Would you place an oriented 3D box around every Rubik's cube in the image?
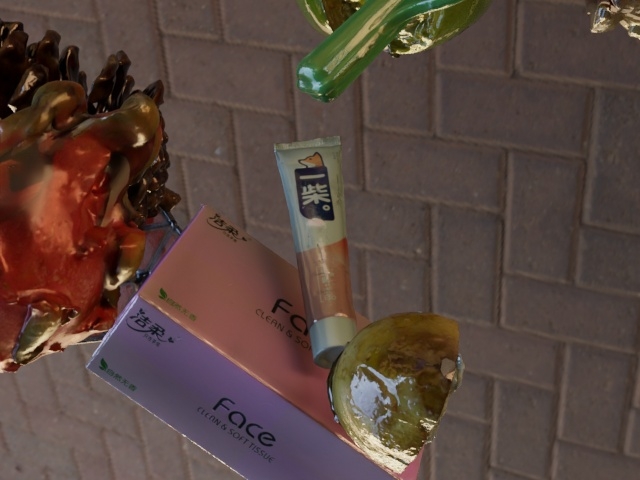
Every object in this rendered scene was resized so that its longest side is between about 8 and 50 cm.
[{"bbox_3d":[-0.174,0.048,1.203,0.211,0.190,0.178,-3,161,12],"label":"Rubik's cube"}]

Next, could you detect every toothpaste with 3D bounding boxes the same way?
[{"bbox_3d":[0.000,0.000,0.758,0.056,0.205,0.036,-4,145,-4],"label":"toothpaste"}]

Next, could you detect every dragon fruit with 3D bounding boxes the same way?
[{"bbox_3d":[-0.164,-0.008,0.565,0.208,0.150,0.133,-44,68,12],"label":"dragon fruit"}]

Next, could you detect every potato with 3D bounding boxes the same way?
[{"bbox_3d":[0.044,0.079,0.604,0.066,0.096,0.103,17,149,-1],"label":"potato"}]

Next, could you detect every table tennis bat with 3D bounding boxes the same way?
[{"bbox_3d":[0.077,-0.200,0.769,0.160,0.257,0.039,25,156,53],"label":"table tennis bat"}]

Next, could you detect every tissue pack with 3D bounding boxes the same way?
[{"bbox_3d":[-0.035,0.103,0.770,0.246,0.148,0.092,36,122,-7],"label":"tissue pack"}]

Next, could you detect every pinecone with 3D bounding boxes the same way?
[{"bbox_3d":[-0.278,-0.100,1.004,0.309,0.244,0.244,28,136,-18],"label":"pinecone"}]

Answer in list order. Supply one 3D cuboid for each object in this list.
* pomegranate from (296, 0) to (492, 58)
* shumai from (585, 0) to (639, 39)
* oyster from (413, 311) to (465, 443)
[{"bbox_3d":[0.068,-0.330,0.992,0.236,0.236,0.302,5,133,22],"label":"pomegranate"},{"bbox_3d":[0.419,-0.346,1.110,0.283,0.217,0.346,-11,137,-4],"label":"shumai"},{"bbox_3d":[0.083,0.165,1.078,0.125,0.064,0.177,43,108,18],"label":"oyster"}]
